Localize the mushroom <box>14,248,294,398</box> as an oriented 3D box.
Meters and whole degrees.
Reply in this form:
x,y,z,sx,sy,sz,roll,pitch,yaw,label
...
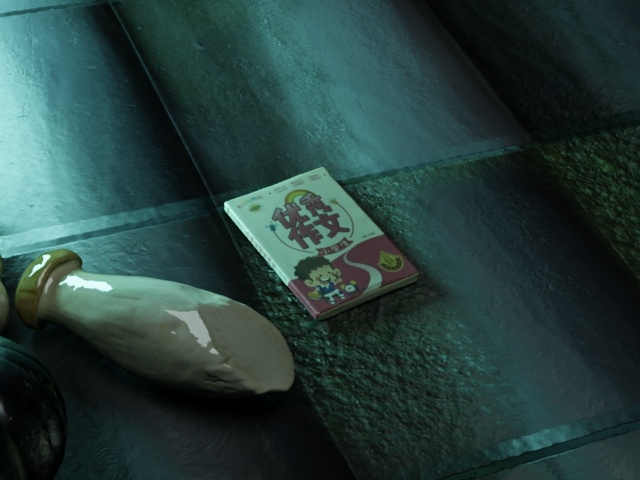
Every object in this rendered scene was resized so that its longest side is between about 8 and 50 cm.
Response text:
x,y,z,sx,sy,sz,roll,pitch,yaw,label
-0.195,0.101,1.605,0.350,0.128,0.128,19,44,16,mushroom

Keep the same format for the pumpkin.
x,y,z,sx,sy,sz,roll,pitch,yaw,label
-0.385,0.191,1.418,0.250,0.216,0.250,-14,17,4,pumpkin

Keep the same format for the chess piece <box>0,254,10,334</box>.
x,y,z,sx,sy,sz,roll,pitch,yaw,label
-0.439,0.015,1.650,0.143,0.142,0.261,-11,51,-20,chess piece

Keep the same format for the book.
x,y,z,sx,sy,sz,roll,pitch,yaw,label
0.000,0.000,1.809,0.162,0.022,0.232,-20,52,-28,book
